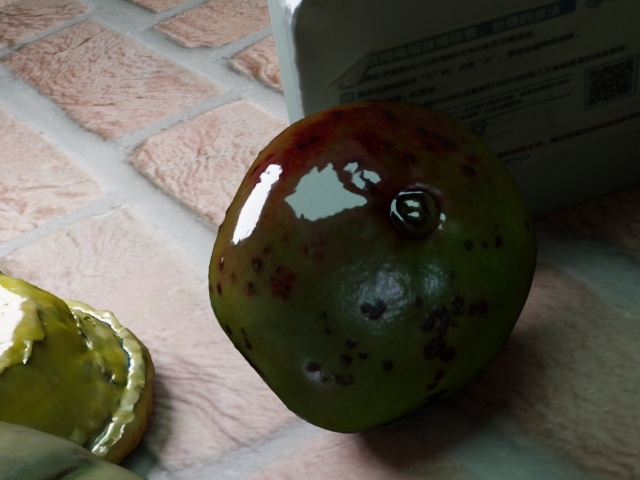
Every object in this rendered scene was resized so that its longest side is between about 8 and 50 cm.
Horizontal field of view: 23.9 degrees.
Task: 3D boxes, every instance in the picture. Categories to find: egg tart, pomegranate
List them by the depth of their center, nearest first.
[{"bbox_3d":[0.037,0.049,1.312,0.290,0.323,0.291,9,43,-8],"label":"pomegranate"},{"bbox_3d":[-0.347,0.147,1.401,0.388,0.169,0.388,-11,31,7],"label":"egg tart"}]

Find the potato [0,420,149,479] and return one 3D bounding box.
[{"bbox_3d":[-0.243,0.244,1.067,0.326,0.221,0.243,9,45,24],"label":"potato"}]

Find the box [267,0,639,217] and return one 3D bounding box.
[{"bbox_3d":[0.162,-0.167,1.427,0.396,0.396,0.111,-17,51,-7],"label":"box"}]
